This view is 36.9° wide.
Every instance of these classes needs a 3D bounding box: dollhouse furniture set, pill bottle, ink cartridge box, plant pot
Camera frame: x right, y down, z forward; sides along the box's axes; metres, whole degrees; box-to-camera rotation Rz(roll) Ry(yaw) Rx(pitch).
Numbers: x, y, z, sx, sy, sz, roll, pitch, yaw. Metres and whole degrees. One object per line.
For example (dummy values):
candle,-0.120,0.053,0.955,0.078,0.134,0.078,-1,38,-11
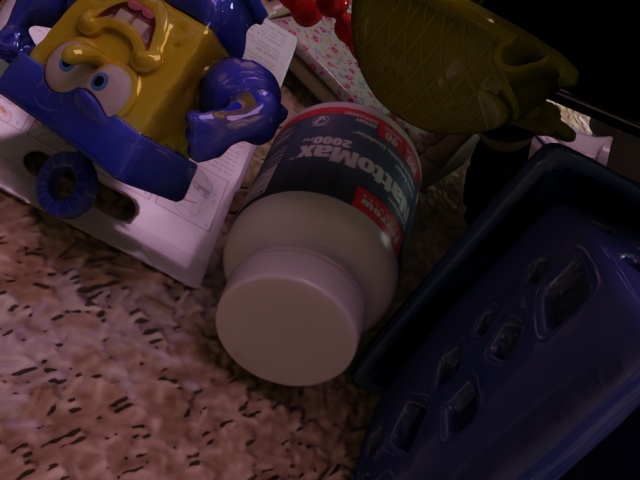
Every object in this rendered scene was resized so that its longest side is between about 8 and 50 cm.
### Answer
dollhouse furniture set,0.054,-0.218,0.817,0.303,0.174,0.355,46,36,8
pill bottle,0.000,0.000,0.595,0.108,0.108,0.180,33,37,-11
ink cartridge box,-0.133,-0.095,0.640,0.189,0.066,0.232,29,58,-17
plant pot,0.159,0.098,0.540,0.236,0.236,0.212,24,32,-23

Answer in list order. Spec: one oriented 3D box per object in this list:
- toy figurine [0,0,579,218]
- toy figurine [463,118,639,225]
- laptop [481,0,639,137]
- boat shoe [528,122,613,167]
toy figurine,-0.062,-0.083,0.547,0.362,0.217,0.191,36,-2,22
toy figurine,0.221,-0.029,0.728,0.210,0.148,0.213,-9,52,-5
laptop,0.278,-0.159,0.574,0.382,0.236,0.407,22,56,-8
boat shoe,0.303,-0.081,0.982,0.226,0.076,0.083,27,38,-18
